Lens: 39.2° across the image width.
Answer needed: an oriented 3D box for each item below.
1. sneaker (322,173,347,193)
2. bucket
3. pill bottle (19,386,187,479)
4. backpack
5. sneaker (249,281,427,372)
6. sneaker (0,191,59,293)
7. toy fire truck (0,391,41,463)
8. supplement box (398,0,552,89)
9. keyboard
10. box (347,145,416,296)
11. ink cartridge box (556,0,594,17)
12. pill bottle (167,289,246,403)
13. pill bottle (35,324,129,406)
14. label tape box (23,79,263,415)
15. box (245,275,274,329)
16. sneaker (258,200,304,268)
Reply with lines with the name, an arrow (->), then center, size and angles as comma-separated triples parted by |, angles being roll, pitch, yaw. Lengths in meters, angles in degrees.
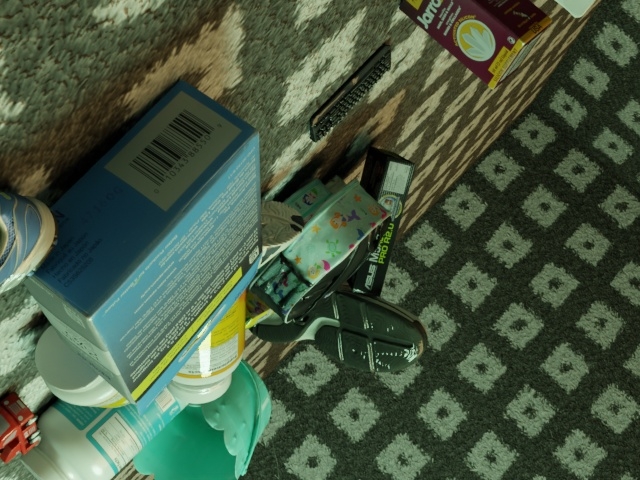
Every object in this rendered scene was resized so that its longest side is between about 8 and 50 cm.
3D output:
sneaker -> 0.005, -0.011, 1.833 | 0.107, 0.118, 0.279 | -40, 168, -36
bucket -> -0.240, 0.341, 1.735 | 0.281, 0.281, 0.183 | -55, 177, 39
pill bottle -> -0.330, 0.274, 1.388 | 0.264, 0.146, 0.146 | -43, 170, -25
backpack -> 0.000, 0.000, 1.615 | 0.253, 0.191, 0.225 | -42, 178, 39
sneaker -> 0.069, 0.125, 1.890 | 0.257, 0.447, 0.169 | -32, 122, -45
sneaker -> -0.312, 0.042, 0.748 | 0.211, 0.080, 0.081 | -56, 166, -7
toy fire truck -> -0.447, 0.288, 1.215 | 0.135, 0.047, 0.192 | -41, 168, -29
supplement box -> 0.218, -0.323, 1.280 | 0.081, 0.188, 0.104 | -41, 169, -33
keyboard -> 0.049, -0.227, 1.431 | 0.180, 0.023, 0.108 | -45, 171, -9
box -> 0.108, -0.043, 1.802 | 0.216, 0.060, 0.270 | -119, -137, -76
ink cartridge box -> 0.396, -0.507, 1.270 | 0.353, 0.207, 0.119 | -54, 170, 32
pill bottle -> -0.175, 0.117, 1.271 | 0.136, 0.136, 0.245 | -41, 150, -38
pill bottle -> -0.291, 0.155, 1.156 | 0.117, 0.117, 0.208 | -47, 172, -7
label tape box -> -0.178, 0.027, 0.990 | 0.249, 0.115, 0.347 | -51, 168, -22
box -> -0.148, 0.112, 1.683 | 0.043, 0.105, 0.179 | -51, 170, 17
sneaker -> -0.135, 0.034, 1.452 | 0.235, 0.094, 0.153 | -40, 169, -40
